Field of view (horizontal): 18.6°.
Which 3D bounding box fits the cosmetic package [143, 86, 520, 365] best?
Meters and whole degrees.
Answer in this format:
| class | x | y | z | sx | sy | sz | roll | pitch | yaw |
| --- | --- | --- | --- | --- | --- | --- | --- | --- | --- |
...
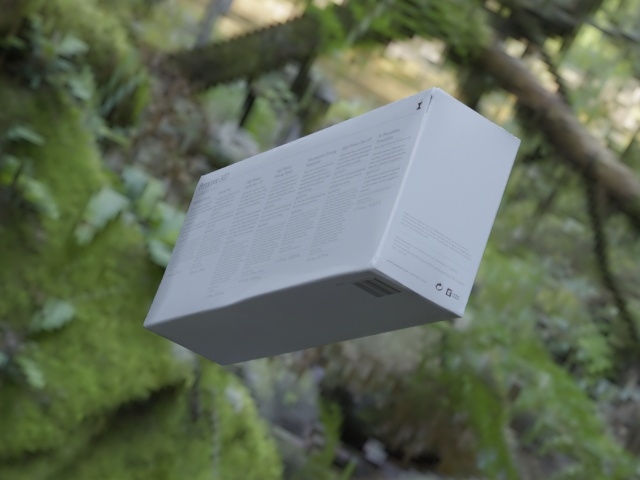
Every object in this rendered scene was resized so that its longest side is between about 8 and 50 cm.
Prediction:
| class | x | y | z | sx | sy | sz | roll | pitch | yaw |
| --- | --- | --- | --- | --- | --- | --- | --- | --- | --- |
| cosmetic package | 0.000 | 0.000 | 1.000 | 0.060 | 0.099 | 0.239 | 27 | -21 | -24 |
